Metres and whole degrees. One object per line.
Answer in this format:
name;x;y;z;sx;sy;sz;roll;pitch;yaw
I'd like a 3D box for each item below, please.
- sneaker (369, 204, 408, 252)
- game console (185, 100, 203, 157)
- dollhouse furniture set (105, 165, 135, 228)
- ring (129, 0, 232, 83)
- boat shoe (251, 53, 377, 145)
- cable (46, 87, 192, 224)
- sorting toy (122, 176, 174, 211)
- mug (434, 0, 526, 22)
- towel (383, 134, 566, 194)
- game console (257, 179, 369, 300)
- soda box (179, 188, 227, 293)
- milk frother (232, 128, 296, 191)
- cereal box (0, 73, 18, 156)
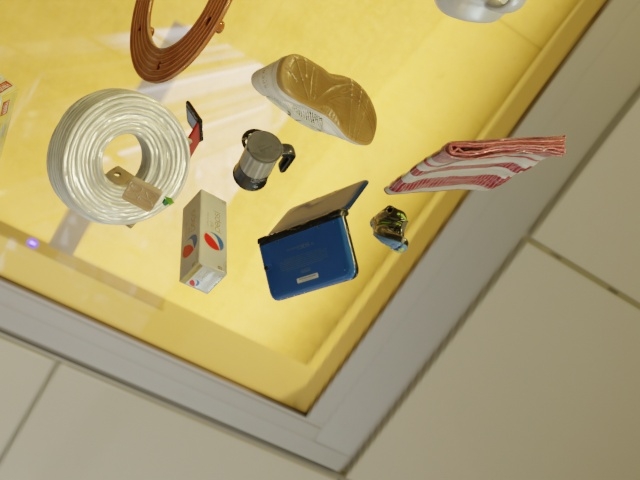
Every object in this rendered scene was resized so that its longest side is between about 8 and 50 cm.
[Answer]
sneaker;0.157;-0.031;1.801;0.078;0.067;0.188;-51;-162;13
game console;-0.411;-0.341;2.542;0.085;0.124;0.144;-31;167;-16
dollhouse furniture set;-0.545;-0.155;2.419;0.184;0.129;0.129;-49;169;-50
ring;-0.210;-0.409;1.323;0.336;0.032;0.337;-21;-120;44
boat shoe;-0.007;-0.234;1.378;0.096;0.277;0.098;1;-105;38
cable;-0.367;-0.149;1.514;0.089;0.257;0.257;24;-106;49
sorting toy;-0.295;-0.075;1.414;0.062;0.083;0.012;-48;-159;44
mug;0.417;-0.698;1.995;0.374;0.276;0.328;-117;-151;-50
towel;0.279;-0.132;1.545;0.329;0.236;0.037;147;-62;-73
game console;0.000;0.000;2.113;0.293;0.173;0.250;-19;-98;39
soda box;-0.237;0.000;1.666;0.074;0.069;0.216;-43;-144;30
milk frother;-0.140;-0.209;1.848;0.129;0.143;0.135;-25;167;-29
cereal box;-0.617;-0.254;1.348;0.047;0.240;0.173;-50;176;-48
